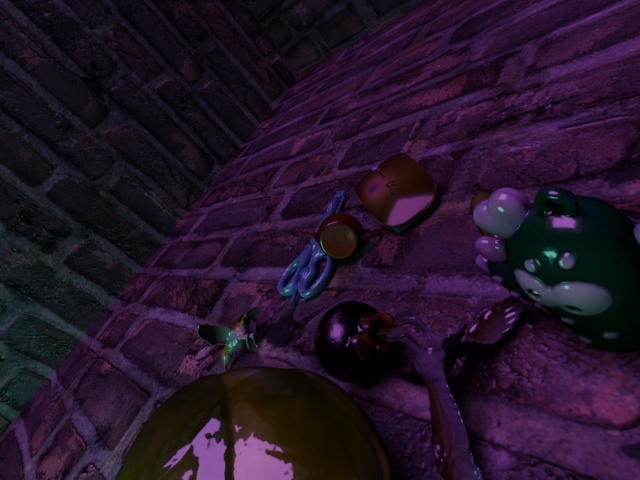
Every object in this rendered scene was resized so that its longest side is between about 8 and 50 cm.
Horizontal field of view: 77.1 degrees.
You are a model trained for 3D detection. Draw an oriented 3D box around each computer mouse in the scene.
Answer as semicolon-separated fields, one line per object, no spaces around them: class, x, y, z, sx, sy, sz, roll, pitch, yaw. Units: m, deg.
computer mouse;0.173;-0.131;0.979;0.158;0.072;0.310;-36;28;10

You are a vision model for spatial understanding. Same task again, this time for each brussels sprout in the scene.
brussels sprout;-0.096;0.329;0.498;0.371;0.275;0.315;-46;43;-15

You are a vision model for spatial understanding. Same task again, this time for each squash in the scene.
squash;0.299;-0.026;0.697;0.052;0.052;0.183;-29;35;26

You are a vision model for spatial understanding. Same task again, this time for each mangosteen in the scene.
mangosteen;0.065;0.162;0.652;0.151;0.137;0.137;-24;33;47

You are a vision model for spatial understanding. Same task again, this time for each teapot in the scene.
teapot;0.055;-0.014;0.948;0.173;0.116;0.116;-4;41;13

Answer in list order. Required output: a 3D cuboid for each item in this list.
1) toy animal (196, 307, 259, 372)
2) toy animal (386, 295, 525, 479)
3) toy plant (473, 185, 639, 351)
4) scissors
toy animal;-0.197;0.238;0.941;0.095;0.219;0.155;-9;78;22
toy animal;0.156;0.157;0.550;0.197;0.160;0.272;-6;38;51
toy plant;0.279;0.028;0.435;0.233;0.243;0.112;25;70;32
scissors;0.000;0.000;1.062;0.180;0.032;0.392;-14;40;42
